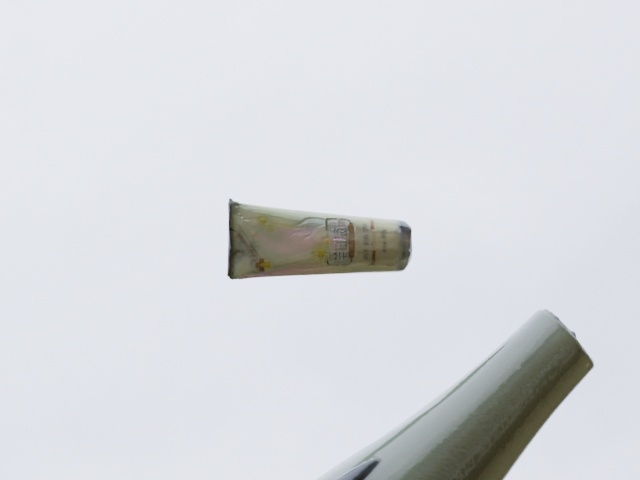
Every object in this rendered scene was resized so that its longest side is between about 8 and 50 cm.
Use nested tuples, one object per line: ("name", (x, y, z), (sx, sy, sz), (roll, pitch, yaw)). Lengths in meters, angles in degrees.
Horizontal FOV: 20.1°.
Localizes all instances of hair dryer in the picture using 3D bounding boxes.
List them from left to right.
("hair dryer", (0.114, 0.180, 1.188), (0.119, 0.298, 0.296), (47, -114, -38))

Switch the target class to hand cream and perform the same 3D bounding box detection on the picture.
("hand cream", (0.000, 0.000, 1.346), (0.143, 0.039, 0.061), (1, -99, -16))
